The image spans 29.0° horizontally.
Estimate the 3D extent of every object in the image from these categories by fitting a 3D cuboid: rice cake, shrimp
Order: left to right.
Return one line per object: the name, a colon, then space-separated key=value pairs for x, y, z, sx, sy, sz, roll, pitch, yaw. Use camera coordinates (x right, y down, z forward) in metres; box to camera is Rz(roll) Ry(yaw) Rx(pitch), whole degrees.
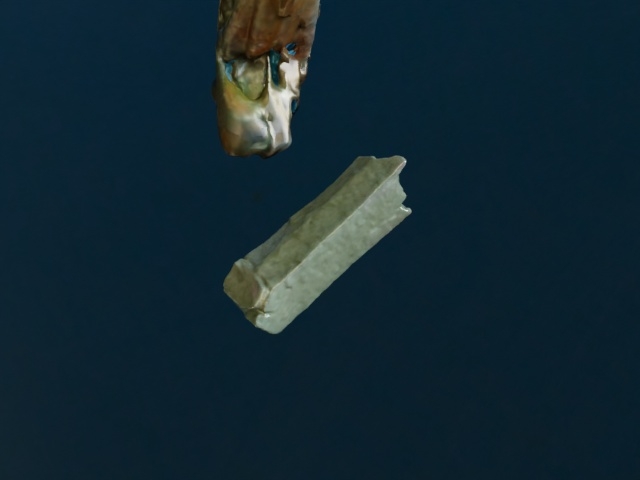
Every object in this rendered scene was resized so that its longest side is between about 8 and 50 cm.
shrimp: x=-0.033 y=-0.299 z=1.220 sx=0.221 sy=0.110 sz=0.445 roll=-151 pitch=-114 yaw=-62
rice cake: x=0.000 y=0.000 z=1.161 sx=0.206 sy=0.063 sz=0.069 roll=-44 pitch=-138 yaw=-13
